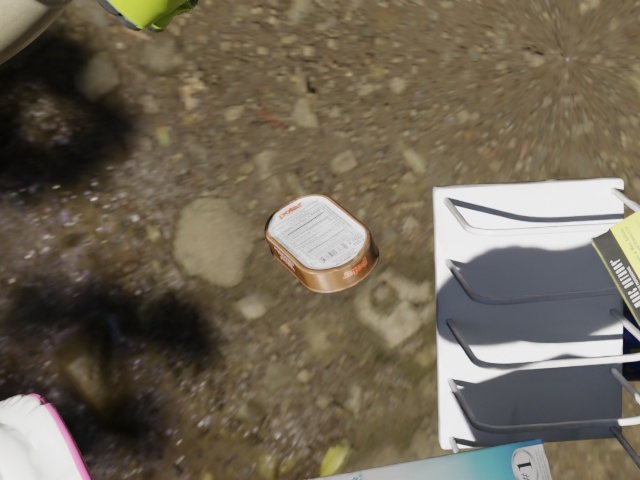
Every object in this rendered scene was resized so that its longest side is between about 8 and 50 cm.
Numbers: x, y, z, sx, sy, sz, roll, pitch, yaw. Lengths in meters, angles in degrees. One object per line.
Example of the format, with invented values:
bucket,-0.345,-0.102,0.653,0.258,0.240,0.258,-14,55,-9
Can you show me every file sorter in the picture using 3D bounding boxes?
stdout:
file sorter,0.222,0.092,1.479,0.192,0.173,0.278,-4,103,-5

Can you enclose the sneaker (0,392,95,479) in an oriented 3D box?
sneaker,-0.196,0.134,0.698,0.111,0.252,0.103,-31,96,-33

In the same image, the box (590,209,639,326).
box,0.273,-0.019,0.835,0.232,0.087,0.058,-33,136,11

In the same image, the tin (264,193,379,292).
tin,0.000,0.000,1.905,0.106,0.189,0.040,-30,126,-15

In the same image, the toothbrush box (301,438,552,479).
toothbrush box,0.065,0.279,1.147,0.126,0.295,0.216,-23,74,41

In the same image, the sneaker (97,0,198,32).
sneaker,-0.088,-0.196,0.491,0.121,0.300,0.111,-31,55,10

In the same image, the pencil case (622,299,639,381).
pencil case,0.401,0.102,1.807,0.306,0.119,0.133,-7,72,31

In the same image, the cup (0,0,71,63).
cup,-0.397,-0.324,1.652,0.236,0.331,0.331,-3,96,26
